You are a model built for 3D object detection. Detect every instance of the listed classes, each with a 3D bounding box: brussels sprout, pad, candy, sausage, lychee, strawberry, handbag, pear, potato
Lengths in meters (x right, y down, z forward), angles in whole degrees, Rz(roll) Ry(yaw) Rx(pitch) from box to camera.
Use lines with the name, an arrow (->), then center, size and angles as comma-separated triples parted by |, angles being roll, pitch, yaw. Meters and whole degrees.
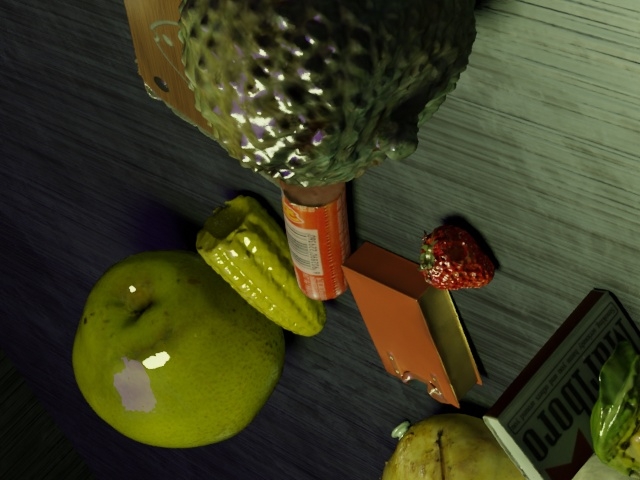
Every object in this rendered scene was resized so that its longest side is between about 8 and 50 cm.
brussels sprout -> 0.317, 0.163, 1.740 | 0.100, 0.139, 0.181 | 61, -178, 28
pad -> -0.112, -0.182, 2.050 | 0.284, 0.018, 0.286 | 36, 157, 21
candy -> -0.060, 0.042, 2.276 | 0.199, 0.094, 0.106 | 47, -165, -23
sausage -> 0.000, 0.000, 2.104 | 0.074, 0.074, 0.274 | 36, 159, 22
lychee -> -0.004, -0.175, 1.516 | 0.274, 0.255, 0.255 | 47, 161, 16
strawberry -> 0.142, 0.020, 1.904 | 0.083, 0.073, 0.073 | 11, 167, -17
handbag -> 0.108, 0.099, 2.121 | 0.127, 0.063, 0.190 | 24, 148, 43
pear -> -0.191, 0.152, 2.489 | 0.294, 0.294, 0.294 | 38, 159, 17
potato -> 0.164, 0.297, 2.251 | 0.300, 0.140, 0.173 | 180, 93, -69

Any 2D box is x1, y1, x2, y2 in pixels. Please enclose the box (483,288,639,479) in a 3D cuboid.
box -> 0.246, 0.148, 1.778 | 0.036, 0.177, 0.115 | 10, 142, 56

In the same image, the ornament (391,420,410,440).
ornament -> 0.137, 0.278, 2.438 | 0.092, 0.041, 0.068 | 35, 154, 50

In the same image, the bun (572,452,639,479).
bun -> 0.334, 0.383, 2.077 | 0.263, 0.175, 0.263 | 37, 157, 19
